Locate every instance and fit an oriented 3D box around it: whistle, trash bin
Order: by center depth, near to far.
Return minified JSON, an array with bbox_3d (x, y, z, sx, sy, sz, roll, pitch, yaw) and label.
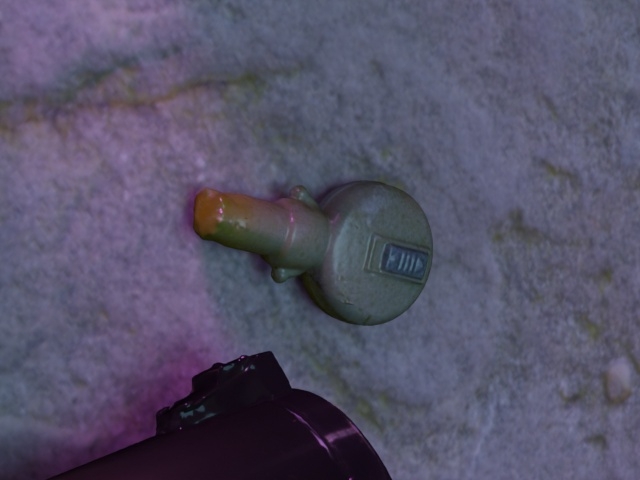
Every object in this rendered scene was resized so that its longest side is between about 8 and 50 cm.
[{"bbox_3d":[-0.115,0.229,1.183,0.301,0.203,0.252,-19,91,-32],"label":"trash bin"},{"bbox_3d":[0.000,0.000,1.315,0.198,0.057,0.104,15,88,-39],"label":"whistle"}]
